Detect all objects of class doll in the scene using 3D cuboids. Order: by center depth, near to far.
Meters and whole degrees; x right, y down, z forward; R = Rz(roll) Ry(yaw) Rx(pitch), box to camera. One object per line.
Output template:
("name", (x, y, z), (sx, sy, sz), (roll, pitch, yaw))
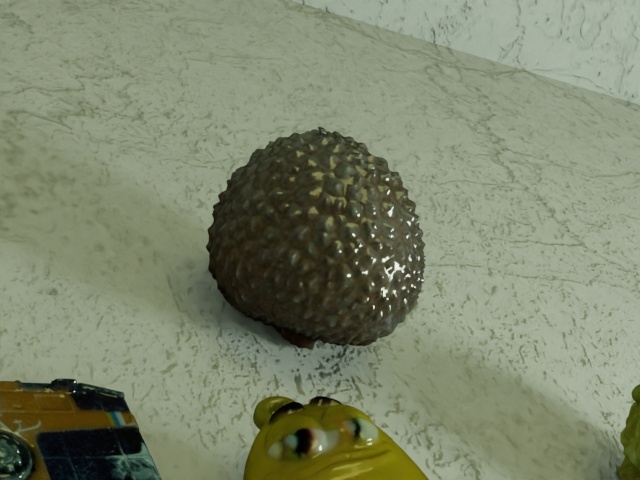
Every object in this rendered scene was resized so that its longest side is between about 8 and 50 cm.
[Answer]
("doll", (0.035, 0.333, 1.261), (0.423, 0.161, 0.348), (27, 42, 20))

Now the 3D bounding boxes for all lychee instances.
("lychee", (0.003, 0.003, 1.694), (0.300, 0.300, 0.300), (21, 27, -11))

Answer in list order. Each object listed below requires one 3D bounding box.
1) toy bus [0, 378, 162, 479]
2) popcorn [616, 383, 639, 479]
("toy bus", (-0.222, 0.276, 1.120), (0.194, 0.162, 0.323), (6, 34, -35))
("popcorn", (0.509, 0.280, 1.702), (0.259, 0.212, 0.259), (26, 29, -15))
